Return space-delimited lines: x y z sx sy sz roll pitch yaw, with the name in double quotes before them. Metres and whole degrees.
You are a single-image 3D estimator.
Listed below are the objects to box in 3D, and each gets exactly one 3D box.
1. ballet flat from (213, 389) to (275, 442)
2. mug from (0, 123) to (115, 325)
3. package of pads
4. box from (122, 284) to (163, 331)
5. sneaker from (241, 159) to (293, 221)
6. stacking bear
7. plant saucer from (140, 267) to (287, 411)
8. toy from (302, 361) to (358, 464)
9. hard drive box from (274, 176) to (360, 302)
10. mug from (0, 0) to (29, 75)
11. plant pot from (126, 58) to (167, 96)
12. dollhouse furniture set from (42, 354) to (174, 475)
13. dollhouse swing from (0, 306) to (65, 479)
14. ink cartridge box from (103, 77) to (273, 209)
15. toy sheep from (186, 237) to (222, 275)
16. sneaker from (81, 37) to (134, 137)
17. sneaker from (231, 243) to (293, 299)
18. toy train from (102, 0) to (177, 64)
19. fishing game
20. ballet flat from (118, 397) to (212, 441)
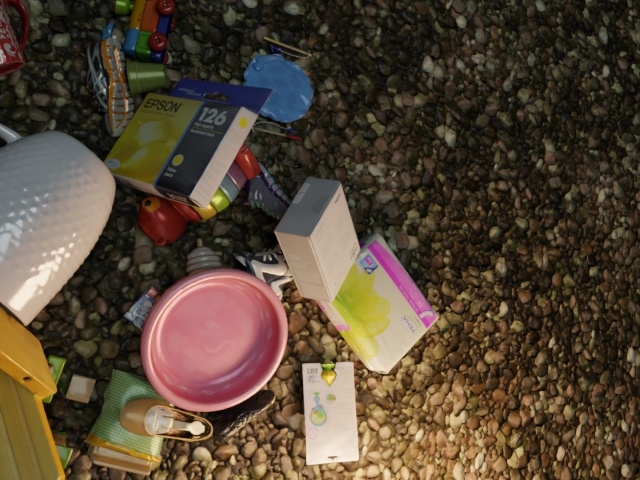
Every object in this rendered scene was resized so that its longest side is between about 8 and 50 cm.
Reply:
"ballet flat" -0.181 0.410 1.560 0.173 0.049 0.057 -32 54 -24
"mug" -0.606 -0.077 1.277 0.374 0.276 0.328 44 64 -17
"package of pads" 0.136 0.164 1.687 0.229 0.101 0.296 -42 102 -22
"box" -0.364 0.179 1.499 0.137 0.027 0.094 46 71 -14
"sneaker" -0.127 -0.084 1.591 0.098 0.083 0.223 -35 75 -12
"stacking bear" -0.290 -0.112 1.493 0.289 0.175 0.164 -45 149 -9
"plant saucer" -0.240 0.214 1.479 0.332 0.084 0.331 -7 107 -25
"toy" 0.018 0.423 1.636 0.137 0.056 0.237 2 79 -21
"hard drive box" 0.000 0.000 1.529 0.181 0.089 0.232 -60 148 -35
"mug" -0.673 -0.441 1.372 0.150 0.113 0.169 -24 99 -23
"plant pot" -0.390 -0.370 1.494 0.079 0.083 0.083 -7 88 -6
"dollhouse furniture set" -0.446 0.372 1.376 0.302 0.151 0.197 21 77 -22
"dollhouse swing" -0.661 0.330 1.127 0.347 0.315 0.304 -24 55 -6
"ink cartridge box" -0.295 -0.236 1.431 0.072 0.304 0.307 43 67 -51
"toy sheep" -0.268 0.059 1.525 0.091 0.091 0.132 -9 75 -25
"sneaker" -0.476 -0.337 1.473 0.083 0.084 0.214 -2 98 14
"sneaker" -0.132 0.040 1.580 0.153 0.094 0.234 36 82 -26
"toy train" -0.403 -0.533 1.514 0.144 0.105 0.247 11 81 -10
"fishing game" -0.110 -0.379 1.660 0.189 0.041 0.263 9 73 -24
"ballet flat" -0.323 0.388 1.424 0.232 0.073 0.080 29 65 -49
